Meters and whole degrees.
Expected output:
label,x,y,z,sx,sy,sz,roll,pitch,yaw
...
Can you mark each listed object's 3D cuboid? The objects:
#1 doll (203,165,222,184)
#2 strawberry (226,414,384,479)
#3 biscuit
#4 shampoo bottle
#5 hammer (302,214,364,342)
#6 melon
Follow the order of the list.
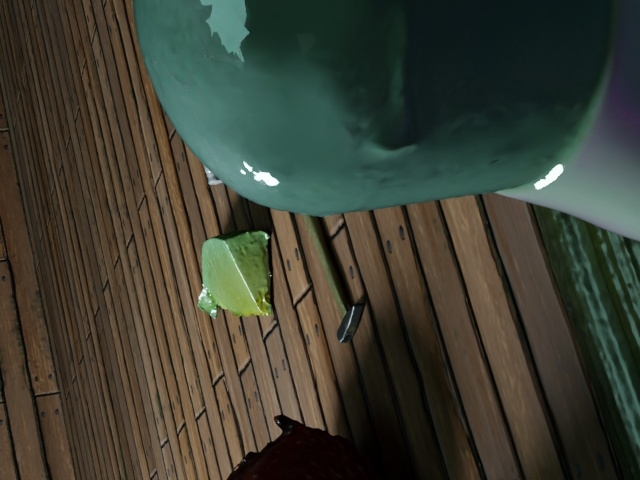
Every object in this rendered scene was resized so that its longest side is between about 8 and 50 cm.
label,x,y,z,sx,sy,sz,roll,pitch,yaw
doll,-0.140,-0.185,1.459,0.114,0.057,0.227,130,120,-70
strawberry,-0.020,0.305,1.128,0.220,0.274,0.274,34,142,11
biscuit,0.179,0.041,0.747,0.099,0.038,0.322,132,127,-60
shampoo bottle,0.106,-0.094,0.450,0.151,0.349,0.222,-135,41,-56
hammer,0.000,0.000,1.220,0.062,0.013,0.199,114,142,-53
melon,-0.098,0.050,1.475,0.114,0.053,0.262,60,160,5
